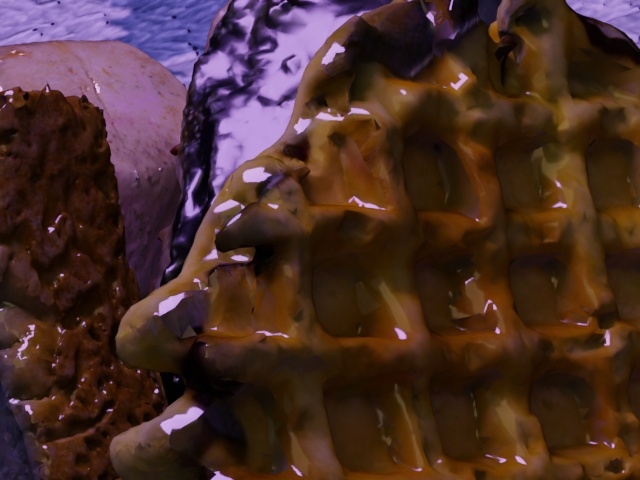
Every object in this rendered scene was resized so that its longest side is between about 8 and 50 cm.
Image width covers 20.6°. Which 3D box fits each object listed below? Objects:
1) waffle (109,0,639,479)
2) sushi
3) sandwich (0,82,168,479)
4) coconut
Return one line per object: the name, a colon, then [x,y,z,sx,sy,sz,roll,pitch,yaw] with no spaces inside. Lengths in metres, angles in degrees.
waffle: [0.104,0.069,0.852,0.382,0.379,0.095,-49,10,-30]
sushi: [0.000,0.000,0.994,0.170,0.211,0.350,5,70,30]
sandwich: [-0.193,0.099,0.917,0.271,0.099,0.301,-24,73,35]
coconut: [-0.180,-0.023,1.121,0.197,0.237,0.237,25,46,-14]
